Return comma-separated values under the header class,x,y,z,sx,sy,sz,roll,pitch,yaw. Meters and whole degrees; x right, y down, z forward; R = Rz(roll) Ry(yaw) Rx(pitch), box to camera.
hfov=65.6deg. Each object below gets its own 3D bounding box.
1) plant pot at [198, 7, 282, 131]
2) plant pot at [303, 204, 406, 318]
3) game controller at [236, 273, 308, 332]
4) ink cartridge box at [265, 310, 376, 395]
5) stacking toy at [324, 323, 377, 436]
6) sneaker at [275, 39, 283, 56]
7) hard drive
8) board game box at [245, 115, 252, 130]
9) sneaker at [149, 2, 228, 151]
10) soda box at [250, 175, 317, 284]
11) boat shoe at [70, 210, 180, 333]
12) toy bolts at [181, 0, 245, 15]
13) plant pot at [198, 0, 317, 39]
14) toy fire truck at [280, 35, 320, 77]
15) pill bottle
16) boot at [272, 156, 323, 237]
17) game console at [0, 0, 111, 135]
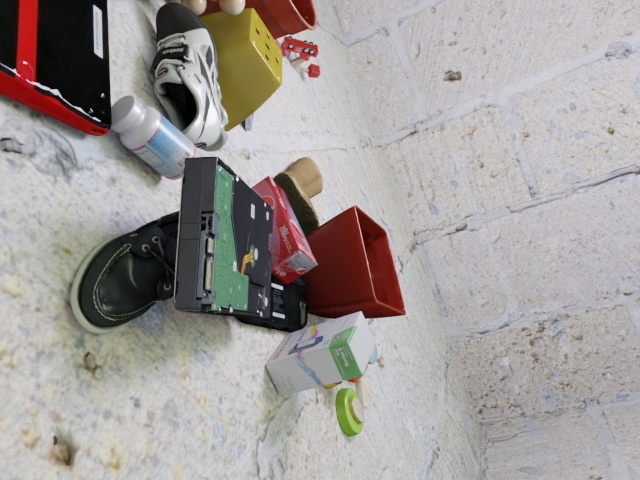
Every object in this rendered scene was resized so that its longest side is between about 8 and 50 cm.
class,x,y,z,sx,sy,sz,roll,pitch,yaw
plant pot,-0.209,-0.442,1.231,0.212,0.187,0.212,47,31,-46
plant pot,0.066,0.094,1.402,0.267,0.235,0.267,30,46,-59
game controller,-0.116,0.126,1.185,0.319,0.067,0.167,30,59,-60
ink cartridge box,0.003,0.259,1.136,0.093,0.212,0.154,64,22,-9
stacking toy,0.121,0.388,1.442,0.280,0.130,0.309,70,21,-3
sneaker,-0.206,-0.663,1.523,0.299,0.120,0.112,63,24,-21
hard drive,-0.157,0.017,0.887,0.339,0.064,0.237,49,41,-77
board game box,-0.196,-0.367,1.375,0.090,0.020,0.090,98,-7,-49
sneaker,-0.290,-0.358,1.043,0.146,0.122,0.331,-9,81,-71
soda box,-0.103,-0.029,1.185,0.083,0.092,0.263,45,15,-49
boat shoe,-0.256,0.028,0.811,0.127,0.113,0.340,67,21,-11
toy bolts,-0.300,-0.570,1.130,0.228,0.218,0.159,36,-20,43
plant pot,-0.187,-0.648,1.351,0.272,0.264,0.273,50,30,-43
toy fire truck,-0.074,-0.709,1.930,0.191,0.135,0.047,5,62,-25
pill bottle,-0.306,-0.187,0.908,0.160,0.087,0.087,45,33,-51
boot,-0.038,-0.136,1.548,0.236,0.089,0.269,68,19,-10
game console,-0.458,-0.382,0.734,0.342,0.060,0.387,31,46,-63
